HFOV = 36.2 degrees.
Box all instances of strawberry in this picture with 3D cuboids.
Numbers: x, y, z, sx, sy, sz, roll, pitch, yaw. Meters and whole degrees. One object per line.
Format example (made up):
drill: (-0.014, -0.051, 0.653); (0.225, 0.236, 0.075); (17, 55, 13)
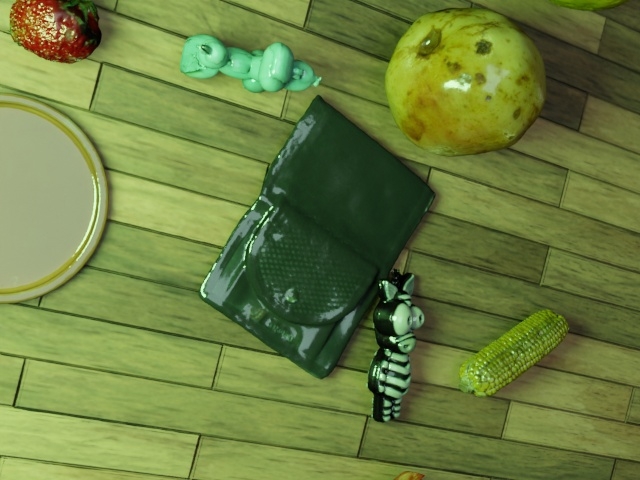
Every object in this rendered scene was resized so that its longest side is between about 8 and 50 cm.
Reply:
strawberry: (-0.308, -0.250, 1.135); (0.106, 0.106, 0.106); (-3, 97, -26)

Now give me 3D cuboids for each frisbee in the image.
frisbee: (-0.376, -0.049, 1.160); (0.250, 0.021, 0.251); (-3, 98, -27)

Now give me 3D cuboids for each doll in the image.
doll: (-0.083, -0.216, 1.211); (0.159, 0.158, 0.059); (12, 92, -21)
doll: (0.105, 0.149, 1.394); (0.091, 0.067, 0.219); (-3, 99, -54)

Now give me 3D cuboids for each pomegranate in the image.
pomegranate: (0.200, -0.207, 1.330); (0.215, 0.215, 0.215); (-3, 97, -26)

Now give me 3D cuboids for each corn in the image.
corn: (0.295, 0.173, 1.492); (0.207, 0.068, 0.068); (-30, 108, -21)

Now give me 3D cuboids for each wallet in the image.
wallet: (0.000, 0.000, 1.344); (0.247, 0.041, 0.323); (37, 77, -27)

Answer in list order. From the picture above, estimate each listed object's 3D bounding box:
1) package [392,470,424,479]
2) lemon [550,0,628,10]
package: (0.155, 0.538, 1.433); (0.196, 0.123, 0.424); (-36, 111, -16)
lemon: (0.370, -0.457, 1.344); (0.293, 0.293, 0.293); (-3, 97, -26)
